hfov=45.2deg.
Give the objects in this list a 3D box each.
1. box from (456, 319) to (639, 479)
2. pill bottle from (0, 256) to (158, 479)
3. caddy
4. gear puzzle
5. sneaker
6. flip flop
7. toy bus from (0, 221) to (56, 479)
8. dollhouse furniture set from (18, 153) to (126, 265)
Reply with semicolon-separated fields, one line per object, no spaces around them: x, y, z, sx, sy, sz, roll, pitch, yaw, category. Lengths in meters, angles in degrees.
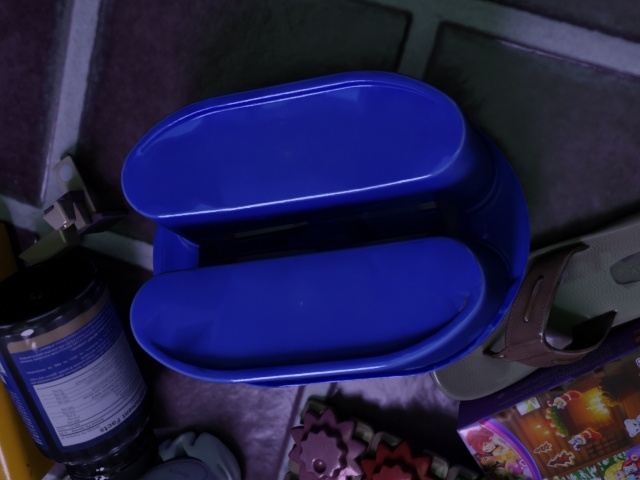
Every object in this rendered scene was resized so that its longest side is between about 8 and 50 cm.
0.287;0.241;0.714;0.200;0.057;0.293;-30;98;19;box
-0.237;0.137;0.752;0.122;0.123;0.219;-7;118;14;pill bottle
0.000;0.000;0.644;0.341;0.179;0.242;-7;83;15;caddy
0.100;0.288;0.708;0.338;0.044;0.176;19;97;25;gear puzzle
-0.224;0.301;0.813;0.292;0.118;0.110;-30;100;20;sneaker
0.213;0.059;0.663;0.277;0.080;0.112;-26;100;18;flip flop
-0.374;0.092;0.784;0.130;0.108;0.333;-6;105;13;toy bus
-0.272;-0.029;0.748;0.114;0.091;0.081;-32;83;22;dollhouse furniture set
